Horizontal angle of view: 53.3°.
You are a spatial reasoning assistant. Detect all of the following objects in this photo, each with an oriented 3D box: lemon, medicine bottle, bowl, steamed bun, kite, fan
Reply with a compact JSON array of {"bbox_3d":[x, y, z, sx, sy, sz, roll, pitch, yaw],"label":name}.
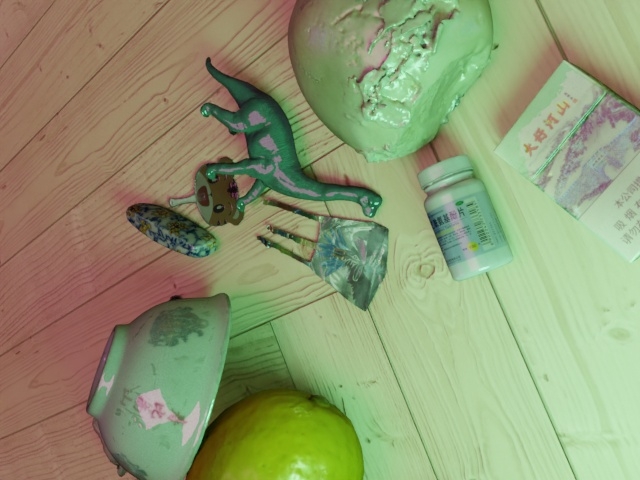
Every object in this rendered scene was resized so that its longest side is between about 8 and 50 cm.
[{"bbox_3d":[-0.081,0.442,1.189,0.348,0.348,0.347,6,101,36],"label":"lemon"},{"bbox_3d":[0.229,-0.036,1.025,0.103,0.103,0.186,-25,83,36],"label":"medicine bottle"},{"bbox_3d":[-0.351,0.283,1.297,0.434,0.196,0.434,-56,22,37],"label":"bowl"},{"bbox_3d":[0.080,-0.311,1.013,0.312,0.233,0.333,40,117,24],"label":"steamed bun"},{"bbox_3d":[0.001,0.000,1.255,0.310,0.015,0.169,28,113,27],"label":"kite"},{"bbox_3d":[-0.263,-0.097,1.436,0.227,0.008,0.152,-8,93,36],"label":"fan"}]

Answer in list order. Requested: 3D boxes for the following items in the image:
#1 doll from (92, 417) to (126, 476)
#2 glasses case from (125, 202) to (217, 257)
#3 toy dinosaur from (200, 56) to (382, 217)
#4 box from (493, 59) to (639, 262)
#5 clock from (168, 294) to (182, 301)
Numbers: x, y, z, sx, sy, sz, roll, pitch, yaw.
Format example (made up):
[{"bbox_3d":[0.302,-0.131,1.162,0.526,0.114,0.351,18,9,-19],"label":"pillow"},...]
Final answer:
[{"bbox_3d":[-0.523,0.512,1.666,0.192,0.095,0.149,50,120,23],"label":"doll"},{"bbox_3d":[-0.344,-0.026,1.457,0.248,0.087,0.065,27,116,31],"label":"glasses case"},{"bbox_3d":[-0.060,-0.210,1.231,0.331,0.129,0.383,-9,90,26],"label":"toy dinosaur"},{"bbox_3d":[0.401,-0.115,0.908,0.256,0.069,0.164,46,120,22],"label":"box"},{"bbox_3d":[-0.347,0.173,1.537,0.074,0.010,0.083,45,120,22],"label":"clock"}]
